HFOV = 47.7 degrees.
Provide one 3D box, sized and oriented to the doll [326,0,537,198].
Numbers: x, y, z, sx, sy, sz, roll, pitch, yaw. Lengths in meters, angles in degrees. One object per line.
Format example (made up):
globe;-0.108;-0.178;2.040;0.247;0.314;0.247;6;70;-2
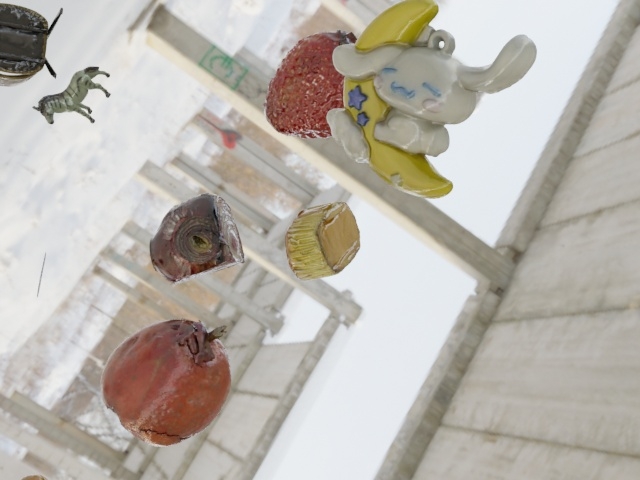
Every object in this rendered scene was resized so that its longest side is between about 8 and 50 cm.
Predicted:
doll;0.115;-0.180;0.900;0.111;0.252;0.237;-11;129;-48

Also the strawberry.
strawberry;0.000;-0.345;1.687;0.288;0.239;0.250;-30;161;8

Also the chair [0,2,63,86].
chair;-0.656;-0.412;1.534;0.246;0.158;0.173;21;-73;57

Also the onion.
onion;-0.320;-0.005;1.828;0.206;0.207;0.216;-16;171;4

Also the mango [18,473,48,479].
mango;-0.659;0.591;1.591;0.159;0.084;0.105;-57;-176;-28

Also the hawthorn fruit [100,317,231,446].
hawthorn fruit;-0.304;0.279;1.553;0.307;0.276;0.276;-46;-168;11

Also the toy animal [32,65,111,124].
toy animal;-0.736;-0.436;2.164;0.073;0.176;0.217;37;-82;40

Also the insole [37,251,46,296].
insole;-0.745;0.090;1.935;0.045;0.002;0.135;119;-26;-51

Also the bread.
bread;0.000;0.000;1.472;0.114;0.132;0.190;-11;-164;23
